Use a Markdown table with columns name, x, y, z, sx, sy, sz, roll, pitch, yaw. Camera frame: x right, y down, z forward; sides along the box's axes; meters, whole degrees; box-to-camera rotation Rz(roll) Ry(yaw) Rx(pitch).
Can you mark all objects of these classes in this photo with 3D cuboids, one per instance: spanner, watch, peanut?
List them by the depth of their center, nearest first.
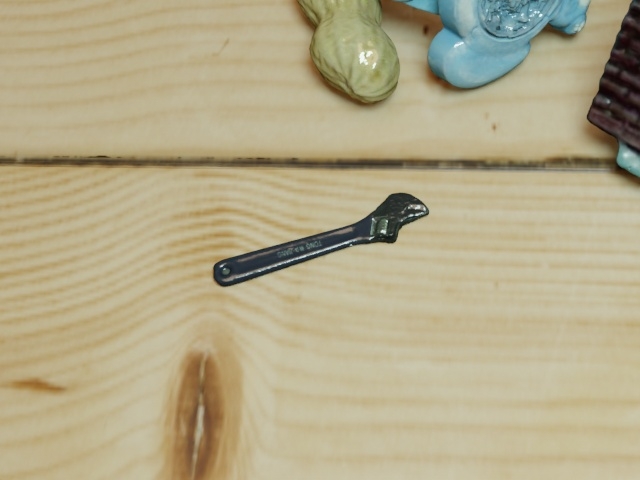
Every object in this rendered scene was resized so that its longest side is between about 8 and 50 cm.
| name | x | y | z | sx | sy | sz | roll | pitch | yaw |
| --- | --- | --- | --- | --- | --- | --- | --- | --- | --- |
| spanner | 0.000 | 0.000 | 1.004 | 0.209 | 0.012 | 0.046 | -18 | 60 | 0 |
| watch | 0.149 | -0.280 | 1.057 | 0.211 | 0.211 | 0.193 | -29 | 47 | -8 |
| peanut | 0.025 | -0.214 | 1.081 | 0.082 | 0.082 | 0.187 | -15 | 60 | 0 |

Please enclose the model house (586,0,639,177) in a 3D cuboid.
| name | x | y | z | sx | sy | sz | roll | pitch | yaw |
| --- | --- | --- | --- | --- | --- | --- | --- | --- | --- |
| model house | 0.407 | -0.126 | 0.927 | 0.280 | 0.230 | 0.248 | 35 | 110 | 27 |
